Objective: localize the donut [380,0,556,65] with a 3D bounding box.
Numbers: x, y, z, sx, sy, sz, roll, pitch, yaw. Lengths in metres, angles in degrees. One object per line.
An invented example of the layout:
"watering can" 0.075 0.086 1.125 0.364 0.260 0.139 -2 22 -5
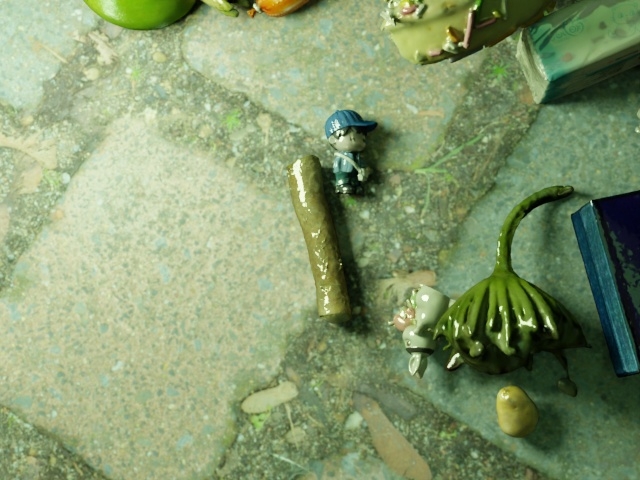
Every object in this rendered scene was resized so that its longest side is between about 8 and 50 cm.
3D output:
"donut" 0.250 -0.412 1.628 0.307 0.371 0.150 -23 109 13

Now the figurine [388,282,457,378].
"figurine" 0.169 0.152 1.697 0.098 0.081 0.146 29 93 56

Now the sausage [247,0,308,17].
"sausage" -0.005 -0.502 1.807 0.312 0.093 0.093 -35 77 4

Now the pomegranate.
"pomegranate" -0.292 -0.529 1.798 0.359 0.216 0.309 28 84 12

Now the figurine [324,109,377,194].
"figurine" 0.052 -0.156 1.758 0.087 0.086 0.149 5 95 51

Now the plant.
"plant" 0.311 0.082 1.670 0.251 0.180 0.333 1 53 2

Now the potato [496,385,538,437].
"potato" 0.322 0.281 1.644 0.068 0.062 0.083 -28 117 -19

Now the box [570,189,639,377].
"box" 0.570 0.052 1.583 0.261 0.116 0.278 -12 80 -8

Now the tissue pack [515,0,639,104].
"tissue pack" 0.468 -0.338 1.642 0.271 0.201 0.124 -22 88 6

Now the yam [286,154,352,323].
"yam" 0.000 0.000 1.744 0.066 0.066 0.299 -15 79 7

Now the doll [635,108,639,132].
"doll" 0.600 -0.169 1.601 0.183 0.217 0.085 2 122 10
